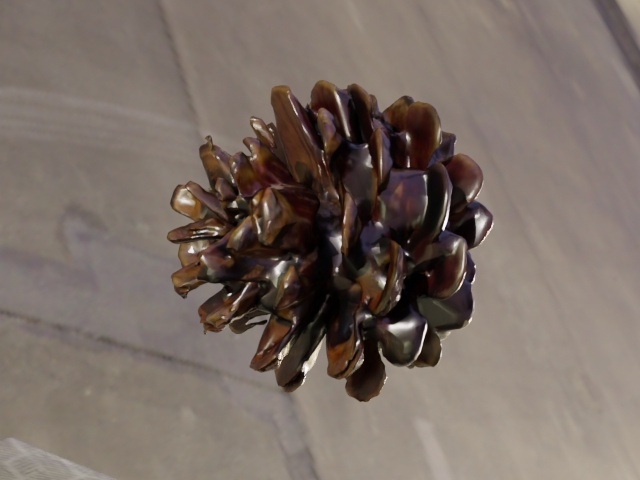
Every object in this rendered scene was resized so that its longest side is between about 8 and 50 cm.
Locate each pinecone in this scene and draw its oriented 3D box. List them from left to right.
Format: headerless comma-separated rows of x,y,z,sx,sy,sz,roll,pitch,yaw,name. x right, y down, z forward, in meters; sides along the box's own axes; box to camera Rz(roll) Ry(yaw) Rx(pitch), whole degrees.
0.000,0.000,0.581,0.121,0.140,0.140,9,47,-25,pinecone

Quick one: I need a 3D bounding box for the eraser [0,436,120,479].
-0.015,0.204,0.629,0.098,0.404,0.096,-14,118,-65,eraser
